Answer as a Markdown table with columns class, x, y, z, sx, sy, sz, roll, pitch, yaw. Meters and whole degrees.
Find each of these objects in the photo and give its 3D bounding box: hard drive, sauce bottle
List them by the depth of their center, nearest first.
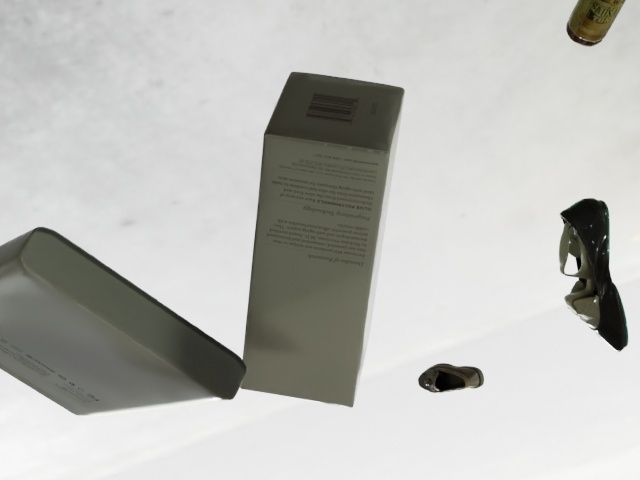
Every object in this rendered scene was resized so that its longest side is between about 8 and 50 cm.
| class | x | y | z | sx | sy | sz | roll | pitch | yaw |
| --- | --- | --- | --- | --- | --- | --- | --- | --- | --- |
| sauce bottle | 0.270 | -0.237 | 1.298 | 0.042 | 0.042 | 0.128 | -10 | 151 | -18 |
| hard drive | -0.248 | 0.092 | 1.345 | 0.233 | 0.047 | 0.353 | 36 | 155 | -21 |

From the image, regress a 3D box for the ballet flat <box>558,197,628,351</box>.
| class | x | y | z | sx | sy | sz | roll | pitch | yaw |
| --- | --- | --- | --- | --- | --- | --- | --- | --- | --- |
| ballet flat | 0.335 | 0.048 | 1.731 | 0.074 | 0.203 | 0.074 | -10 | -169 | 2 |

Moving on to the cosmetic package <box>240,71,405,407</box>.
| class | x | y | z | sx | sy | sz | roll | pitch | yaw |
| --- | --- | --- | --- | --- | --- | --- | --- | --- | --- |
| cosmetic package | 0.000 | 0.000 | 1.708 | 0.155 | 0.197 | 0.365 | 8 | 122 | 5 |

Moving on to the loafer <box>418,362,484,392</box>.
| class | x | y | z | sx | sy | sz | roll | pitch | yaw |
| --- | --- | --- | --- | --- | --- | --- | --- | --- | --- |
| loafer | 0.189 | 0.210 | 2.082 | 0.039 | 0.045 | 0.125 | -14 | -177 | -43 |
